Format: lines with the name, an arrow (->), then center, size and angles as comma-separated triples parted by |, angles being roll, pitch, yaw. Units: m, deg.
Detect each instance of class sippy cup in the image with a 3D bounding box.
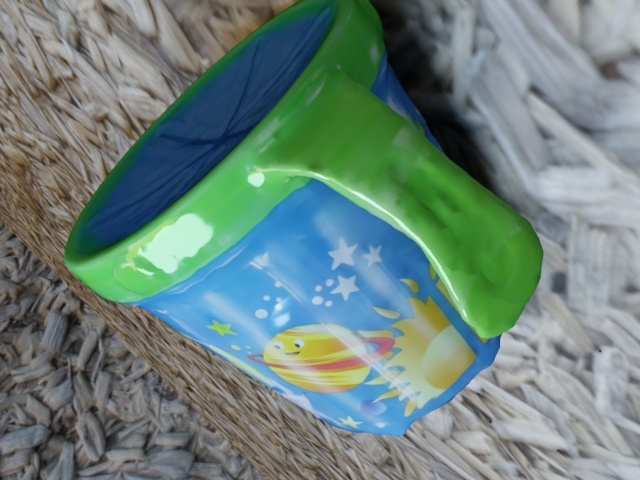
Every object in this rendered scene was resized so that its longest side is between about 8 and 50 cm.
sippy cup -> 0.000, 0.000, 0.524 | 0.224, 0.240, 0.305 | 45, -162, -23
